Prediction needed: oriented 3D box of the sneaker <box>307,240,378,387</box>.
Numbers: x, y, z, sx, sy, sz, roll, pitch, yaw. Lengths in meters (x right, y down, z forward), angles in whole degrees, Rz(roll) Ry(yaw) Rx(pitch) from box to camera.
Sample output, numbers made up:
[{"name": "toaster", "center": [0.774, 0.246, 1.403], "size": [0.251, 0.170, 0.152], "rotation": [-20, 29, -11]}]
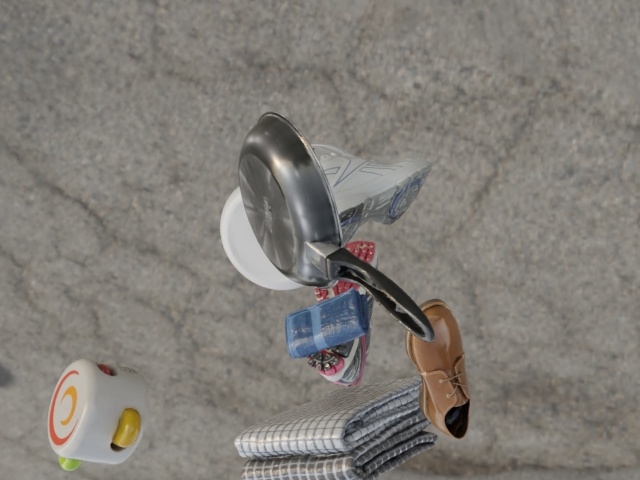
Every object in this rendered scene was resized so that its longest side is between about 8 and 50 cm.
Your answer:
[{"name": "sneaker", "center": [0.049, 0.134, 1.901], "size": [0.120, 0.299, 0.112], "rotation": [-4, 147, 33]}]

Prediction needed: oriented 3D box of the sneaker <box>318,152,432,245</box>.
[{"name": "sneaker", "center": [0.051, -0.081, 1.425], "size": [0.129, 0.297, 0.111], "rotation": [45, 130, 21]}]

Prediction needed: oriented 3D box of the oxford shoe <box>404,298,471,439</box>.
[{"name": "oxford shoe", "center": [0.160, 0.163, 1.247], "size": [0.076, 0.076, 0.212], "rotation": [-25, 126, -12]}]

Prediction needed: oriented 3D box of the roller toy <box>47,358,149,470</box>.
[{"name": "roller toy", "center": [-0.419, 0.329, 1.908], "size": [0.146, 0.191, 0.209], "rotation": [18, 138, -34]}]

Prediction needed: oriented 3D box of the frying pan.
[{"name": "frying pan", "center": [-0.006, 0.014, 1.019], "size": [0.053, 0.326, 0.197], "rotation": [-20, 154, -21]}]

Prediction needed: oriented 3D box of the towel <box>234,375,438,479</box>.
[{"name": "towel", "center": [0.036, 0.322, 1.629], "size": [0.235, 0.121, 0.283], "rotation": [-16, 179, 38]}]

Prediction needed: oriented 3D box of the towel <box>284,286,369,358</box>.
[{"name": "towel", "center": [0.007, 0.110, 1.309], "size": [0.119, 0.067, 0.029], "rotation": [-22, 146, 25]}]

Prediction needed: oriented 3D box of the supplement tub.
[{"name": "supplement tub", "center": [-0.034, -0.049, 1.659], "size": [0.191, 0.272, 0.191], "rotation": [7, 112, 17]}]
